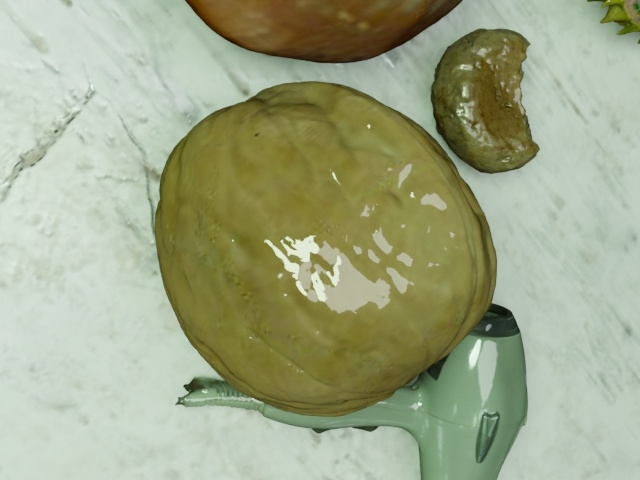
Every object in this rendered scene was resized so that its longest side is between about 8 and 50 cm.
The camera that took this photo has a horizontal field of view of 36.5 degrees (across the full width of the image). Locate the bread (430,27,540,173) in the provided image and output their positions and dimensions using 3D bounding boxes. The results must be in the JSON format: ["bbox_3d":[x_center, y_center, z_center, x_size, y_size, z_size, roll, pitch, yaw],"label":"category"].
[{"bbox_3d":[0.123,-0.108,0.758,0.082,0.060,0.113,-5,95,-23],"label":"bread"}]

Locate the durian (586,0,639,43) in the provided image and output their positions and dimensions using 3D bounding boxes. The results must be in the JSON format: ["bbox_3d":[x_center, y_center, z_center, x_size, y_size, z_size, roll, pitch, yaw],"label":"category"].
[{"bbox_3d":[0.314,-0.251,0.791,0.260,0.154,0.187,-3,118,-25],"label":"durian"}]

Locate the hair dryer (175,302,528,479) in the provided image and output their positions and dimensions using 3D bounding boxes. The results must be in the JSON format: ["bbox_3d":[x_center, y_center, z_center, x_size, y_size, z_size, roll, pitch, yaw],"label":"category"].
[{"bbox_3d":[0.042,0.180,0.760,0.267,0.092,0.229,-14,107,-7],"label":"hair dryer"}]

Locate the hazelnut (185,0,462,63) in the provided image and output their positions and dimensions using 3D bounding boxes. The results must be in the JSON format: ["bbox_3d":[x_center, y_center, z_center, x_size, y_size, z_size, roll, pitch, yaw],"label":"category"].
[{"bbox_3d":[0.010,-0.201,0.627,0.214,0.214,0.176,-20,116,-19],"label":"hazelnut"}]

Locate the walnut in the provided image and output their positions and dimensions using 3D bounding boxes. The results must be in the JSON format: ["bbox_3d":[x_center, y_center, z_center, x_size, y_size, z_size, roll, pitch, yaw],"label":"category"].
[{"bbox_3d":[0.000,0.000,0.640,0.228,0.228,0.228,-2,96,-22],"label":"walnut"}]
